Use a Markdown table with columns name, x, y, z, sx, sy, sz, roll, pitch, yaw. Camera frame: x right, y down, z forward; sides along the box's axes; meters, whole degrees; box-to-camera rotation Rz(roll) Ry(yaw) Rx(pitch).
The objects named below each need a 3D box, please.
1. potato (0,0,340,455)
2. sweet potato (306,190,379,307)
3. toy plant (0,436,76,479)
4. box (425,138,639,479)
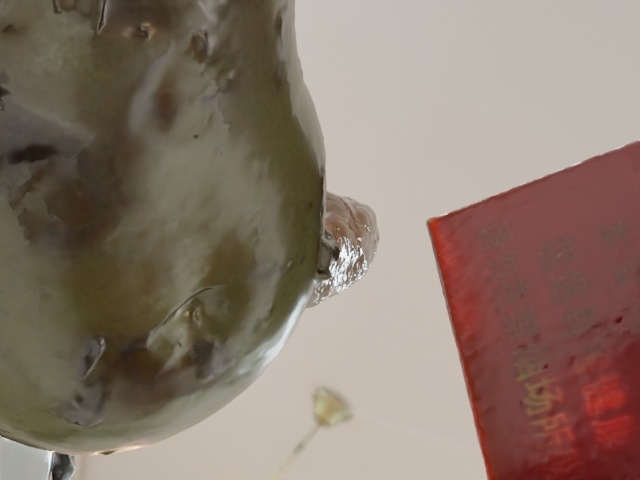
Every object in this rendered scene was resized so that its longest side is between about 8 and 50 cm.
| name | x | y | z | sx | sy | sz | roll | pitch | yaw |
| --- | --- | --- | --- | --- | --- | --- | --- | --- | --- |
| potato | -0.081 | -0.045 | 0.439 | 0.165 | 0.165 | 0.262 | 18 | -50 | 32 |
| sweet potato | 0.000 | 0.000 | 1.224 | 0.097 | 0.251 | 0.097 | 3 | -78 | 16 |
| toy plant | -0.286 | 0.066 | 0.601 | 0.247 | 0.247 | 0.332 | 22 | -12 | 28 |
| box | 0.215 | 0.028 | 0.563 | 0.313 | 0.197 | 0.089 | -21 | -45 | 12 |
